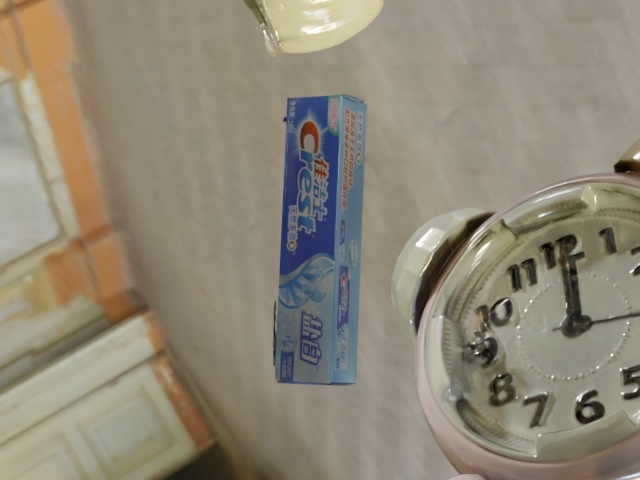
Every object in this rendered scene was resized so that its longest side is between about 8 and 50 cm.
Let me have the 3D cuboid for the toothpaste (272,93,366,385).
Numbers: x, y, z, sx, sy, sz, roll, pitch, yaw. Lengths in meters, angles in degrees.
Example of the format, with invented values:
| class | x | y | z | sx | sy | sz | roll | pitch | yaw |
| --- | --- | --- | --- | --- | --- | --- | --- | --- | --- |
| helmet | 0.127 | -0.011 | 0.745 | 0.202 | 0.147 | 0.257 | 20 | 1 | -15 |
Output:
| class | x | y | z | sx | sy | sz | roll | pitch | yaw |
| --- | --- | --- | --- | --- | --- | --- | --- | --- | --- |
| toothpaste | 0.000 | 0.000 | 1.315 | 0.066 | 0.053 | 0.272 | -1 | 84 | 32 |

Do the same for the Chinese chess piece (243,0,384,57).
| class | x | y | z | sx | sy | sz | roll | pitch | yaw |
| --- | --- | --- | --- | --- | --- | --- | --- | --- | --- |
| Chinese chess piece | -0.055 | -0.364 | 1.503 | 0.338 | 0.141 | 0.338 | 155 | 90 | -89 |

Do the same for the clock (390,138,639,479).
| class | x | y | z | sx | sy | sz | roll | pitch | yaw |
| --- | --- | --- | --- | --- | --- | --- | --- | --- | --- |
| clock | 0.226 | 0.084 | 1.142 | 0.184 | 0.342 | 0.325 | 45 | -148 | -51 |
